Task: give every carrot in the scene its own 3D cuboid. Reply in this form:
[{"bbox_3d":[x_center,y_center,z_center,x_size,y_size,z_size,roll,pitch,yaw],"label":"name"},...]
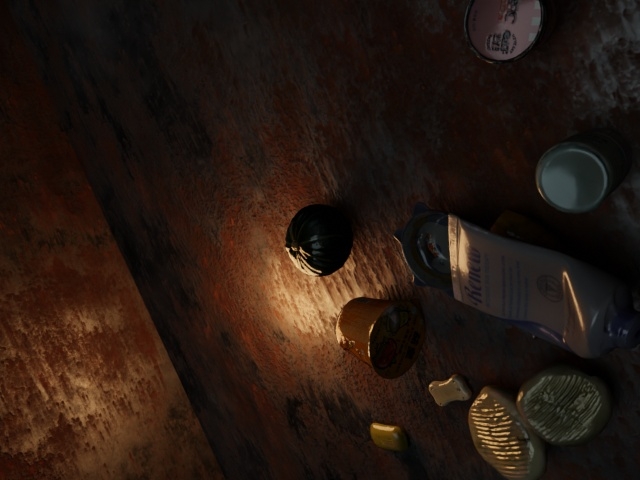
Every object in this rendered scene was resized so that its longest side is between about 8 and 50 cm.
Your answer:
[{"bbox_3d":[0.494,0.052,1.158,0.302,0.114,0.114,40,132,18],"label":"carrot"}]

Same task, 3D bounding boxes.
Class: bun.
[{"bbox_3d":[0.552,0.357,1.231,0.178,0.128,0.193,41,113,21],"label":"bun"},{"bbox_3d":[0.474,0.476,1.364,0.210,0.116,0.237,-51,49,52],"label":"bun"}]

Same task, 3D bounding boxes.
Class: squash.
[{"bbox_3d":[-0.004,-0.001,1.559,0.218,0.172,0.218,28,131,38],"label":"squash"}]

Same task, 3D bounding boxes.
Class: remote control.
[{"bbox_3d":[0.357,0.413,1.508,0.122,0.032,0.074,-35,83,46],"label":"remote control"}]

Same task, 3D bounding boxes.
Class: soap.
[{"bbox_3d":[0.214,0.623,1.733,0.140,0.045,0.088,-9,106,46],"label":"soap"}]

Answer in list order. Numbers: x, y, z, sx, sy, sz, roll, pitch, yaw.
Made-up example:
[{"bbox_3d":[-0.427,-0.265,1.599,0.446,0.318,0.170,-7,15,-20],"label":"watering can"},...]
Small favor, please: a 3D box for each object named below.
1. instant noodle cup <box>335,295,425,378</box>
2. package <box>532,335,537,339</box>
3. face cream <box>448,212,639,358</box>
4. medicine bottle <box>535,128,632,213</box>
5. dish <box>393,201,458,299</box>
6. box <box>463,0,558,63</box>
[{"bbox_3d":[0.156,0.253,1.511,0.172,0.216,0.215,12,117,50],"label":"instant noodle cup"},{"bbox_3d":[0.503,0.180,1.260,0.077,0.033,0.110,-2,103,54],"label":"package"},{"bbox_3d":[0.431,0.098,1.105,0.420,0.137,0.234,26,138,48],"label":"face cream"},{"bbox_3d":[0.495,-0.134,1.024,0.135,0.169,0.135,19,120,37],"label":"medicine bottle"},{"bbox_3d":[0.295,0.011,1.343,0.228,0.086,0.236,13,117,41],"label":"dish"},{"bbox_3d":[0.369,-0.418,1.040,0.151,0.135,0.151,16,117,35],"label":"box"}]
